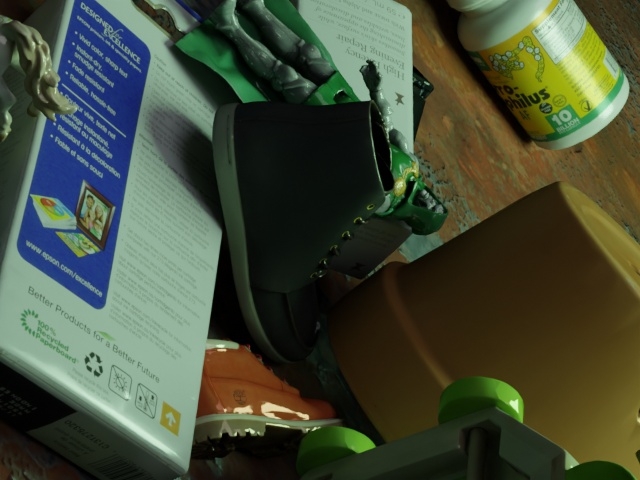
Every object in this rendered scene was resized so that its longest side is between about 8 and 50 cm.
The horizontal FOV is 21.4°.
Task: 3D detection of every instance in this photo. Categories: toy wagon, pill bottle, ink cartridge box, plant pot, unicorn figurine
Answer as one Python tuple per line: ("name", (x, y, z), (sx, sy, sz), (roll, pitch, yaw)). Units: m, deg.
("toy wagon", (0.076, 0.209, 1.028), (0.068, 0.344, 0.267), (45, 37, -32))
("pill bottle", (0.213, -0.203, 1.716), (0.208, 0.117, 0.117), (51, 35, -23))
("ink cartridge box", (-0.143, -0.031, 1.134), (0.176, 0.069, 0.371), (40, 42, -35))
("plant pot", (0.176, 0.092, 1.294), (0.291, 0.203, 0.291), (43, 14, -13))
("unicorn figurine", (-0.234, -0.112, 1.031), (0.111, 0.162, 0.060), (73, 14, -45))

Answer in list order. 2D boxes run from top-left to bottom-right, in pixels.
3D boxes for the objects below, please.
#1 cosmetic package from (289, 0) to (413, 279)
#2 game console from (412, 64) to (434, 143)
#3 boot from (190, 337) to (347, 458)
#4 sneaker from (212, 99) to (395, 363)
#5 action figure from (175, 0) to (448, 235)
("cosmetic package", (0.008, -0.097, 1.351), (0.117, 0.085, 0.231), (18, 51, -25))
("game console", (0.038, -0.144, 1.522), (0.122, 0.071, 0.107), (27, 19, -46))
("boot", (-0.042, 0.109, 1.198), (0.158, 0.059, 0.084), (13, 54, -50))
("sneaker", (0.000, 0.000, 1.210), (0.083, 0.118, 0.222), (-78, 161, -50))
("action figure", (0.011, -0.094, 1.257), (0.232, 0.063, 0.137), (48, 44, -5))
